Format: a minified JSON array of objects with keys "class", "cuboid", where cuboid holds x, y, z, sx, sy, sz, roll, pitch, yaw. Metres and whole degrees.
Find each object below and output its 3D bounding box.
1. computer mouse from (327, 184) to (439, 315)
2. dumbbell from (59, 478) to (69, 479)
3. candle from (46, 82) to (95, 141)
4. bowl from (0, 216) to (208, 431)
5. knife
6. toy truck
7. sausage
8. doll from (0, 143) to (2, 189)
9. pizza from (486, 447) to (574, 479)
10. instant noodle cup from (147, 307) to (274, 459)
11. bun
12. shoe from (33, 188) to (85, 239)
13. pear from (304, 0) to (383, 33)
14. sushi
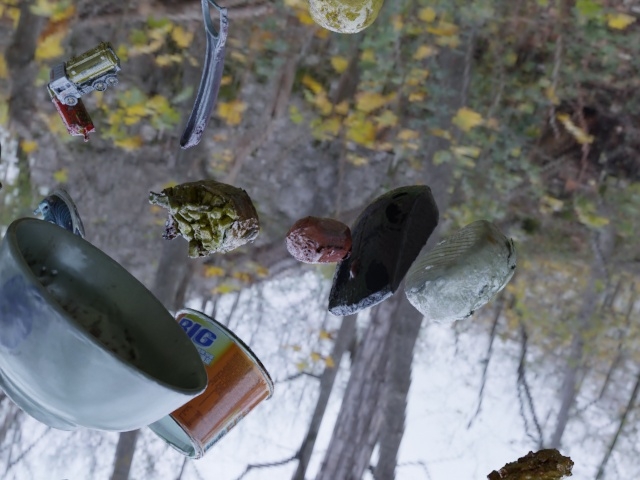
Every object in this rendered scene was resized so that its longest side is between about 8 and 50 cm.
[{"class":"computer mouse","cuboid":[0.096,0.002,1.717,0.087,0.168,0.295,48,-135,-18]},{"class":"dumbbell","cuboid":[-0.361,0.462,1.547,0.191,0.100,0.100,44,-159,9]},{"class":"candle","cuboid":[-0.450,-0.234,1.852,0.052,0.052,0.131,-4,-121,-53]},{"class":"bowl","cuboid":[-0.282,0.122,1.169,0.289,0.146,0.289,42,-174,-5]},{"class":"knife","cuboid":[-0.195,-0.282,1.768,0.053,0.278,0.123,1,-150,-24]},{"class":"toy truck","cuboid":[-0.376,-0.270,1.632,0.063,0.123,0.052,52,-160,-50]},{"class":"sausage","cuboid":[0.000,0.000,1.587,0.076,0.076,0.141,24,-166,27]},{"class":"doll","cuboid":[-0.553,-0.144,1.457,0.174,0.235,0.330,42,168,11]},{"class":"pizza","cuboid":[0.452,0.502,2.194,0.335,0.226,0.086,-12,-110,-44]},{"class":"instant noodle cup","cuboid":[-0.273,0.317,2.197,0.296,0.296,0.214,26,-121,32]},{"class":"bun","cuboid":[0.281,0.067,2.004,0.141,0.239,0.239,53,-171,-12]},{"class":"shoe","cuboid":[-0.474,-0.038,1.862,0.071,0.064,0.143,-29,-135,-16]},{"class":"pear","cuboid":[0.047,-0.502,2.073,0.178,0.178,0.178,15,-165,-4]},{"class":"sushi","cuboid":[-0.233,-0.047,2.025,0.179,0.167,0.296,-25,-152,-25]}]
